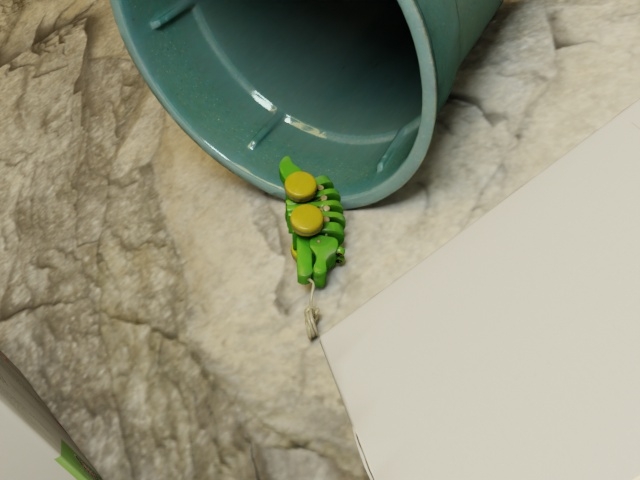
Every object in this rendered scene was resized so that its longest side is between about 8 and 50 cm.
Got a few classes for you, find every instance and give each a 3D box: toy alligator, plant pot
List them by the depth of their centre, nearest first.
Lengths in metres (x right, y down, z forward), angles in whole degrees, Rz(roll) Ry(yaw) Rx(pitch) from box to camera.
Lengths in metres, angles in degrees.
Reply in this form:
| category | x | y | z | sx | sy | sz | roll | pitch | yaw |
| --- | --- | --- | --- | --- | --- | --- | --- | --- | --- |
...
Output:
| category | x | y | z | sx | sy | sz | roll | pitch | yaw |
| --- | --- | --- | --- | --- | --- | --- | --- | --- | --- |
| toy alligator | 0.000 | 0.000 | 0.739 | 0.051 | 0.056 | 0.189 | -7 | 56 | -6 |
| plant pot | 0.032 | -0.264 | 0.816 | 0.341 | 0.341 | 0.334 | 5 | 42 | 39 |

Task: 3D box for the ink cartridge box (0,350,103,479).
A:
| category | x | y | z | sx | sy | sz | roll | pitch | yaw |
| --- | --- | --- | --- | --- | --- | --- | --- | --- | --- |
| ink cartridge box | -0.314 | 0.131 | 0.679 | 0.119 | 0.207 | 0.353 | -43 | 38 | -16 |

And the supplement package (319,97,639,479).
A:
| category | x | y | z | sx | sy | sz | roll | pitch | yaw |
| --- | --- | --- | --- | --- | --- | --- | --- | --- | --- |
| supplement package | 0.179 | 0.061 | 0.405 | 0.293 | 0.175 | 0.177 | -37 | 37 | 10 |
